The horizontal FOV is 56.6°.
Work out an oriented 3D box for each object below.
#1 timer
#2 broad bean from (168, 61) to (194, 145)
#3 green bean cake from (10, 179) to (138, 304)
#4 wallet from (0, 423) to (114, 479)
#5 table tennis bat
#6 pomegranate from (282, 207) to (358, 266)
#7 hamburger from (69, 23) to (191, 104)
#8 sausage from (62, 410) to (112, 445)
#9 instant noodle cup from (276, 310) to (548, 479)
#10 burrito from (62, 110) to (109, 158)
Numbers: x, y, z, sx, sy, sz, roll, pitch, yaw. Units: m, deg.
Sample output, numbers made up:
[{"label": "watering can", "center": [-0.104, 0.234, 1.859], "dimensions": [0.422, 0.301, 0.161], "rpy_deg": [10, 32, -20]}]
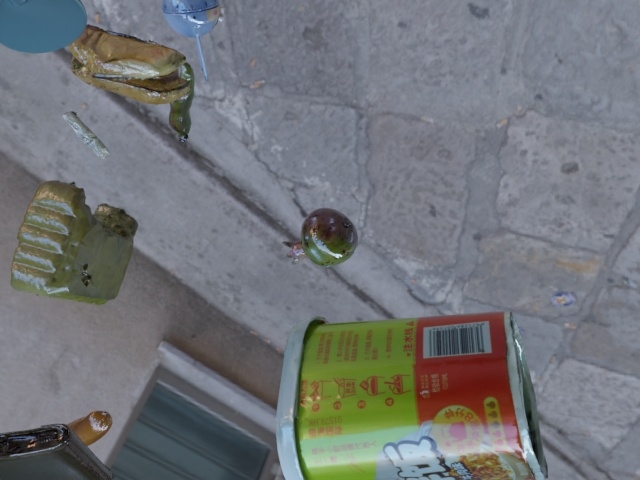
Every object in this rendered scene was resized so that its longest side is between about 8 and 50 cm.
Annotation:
[{"label": "timer", "center": [-0.332, -0.605, 1.658], "dimensions": [0.176, 0.175, 0.255], "rpy_deg": [-7, 131, 34]}, {"label": "broad bean", "center": [-0.439, -0.420, 1.870], "dimensions": [0.061, 0.077, 0.339], "rpy_deg": [57, 151, 21]}, {"label": "green bean cake", "center": [-0.484, 0.012, 1.202], "dimensions": [0.124, 0.232, 0.236], "rpy_deg": [12, 172, 14]}, {"label": "wallet", "center": [-0.323, 0.266, 0.702], "dimensions": [0.110, 0.031, 0.198], "rpy_deg": [-7, 146, -7]}, {"label": "table tennis bat", "center": [-0.455, -0.362, 0.910], "dimensions": [0.149, 0.038, 0.237], "rpy_deg": [-21, 168, -1]}, {"label": "pomegranate", "center": [0.004, -0.005, 1.265], "dimensions": [0.159, 0.129, 0.129], "rpy_deg": [-4, 137, 48]}, {"label": "hamburger", "center": [-0.414, -0.359, 1.268], "dimensions": [0.262, 0.130, 0.124], "rpy_deg": [13, 135, -3]}, {"label": "sausage", "center": [-0.472, 0.383, 1.193], "dimensions": [0.183, 0.054, 0.062], "rpy_deg": [-29, 135, 35]}, {"label": "instant noodle cup", "center": [0.135, 0.232, 0.830], "dimensions": [0.308, 0.293, 0.293], "rpy_deg": [-12, 133, 21]}, {"label": "burrito", "center": [-0.705, -0.315, 1.788], "dimensions": [0.045, 0.041, 0.185], "rpy_deg": [-25, 132, 12]}]
